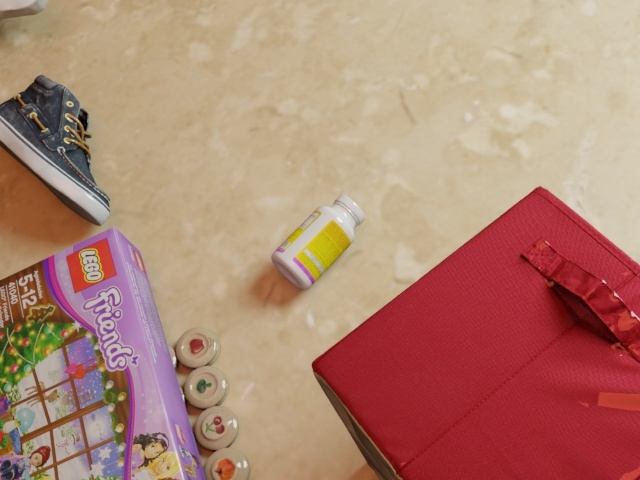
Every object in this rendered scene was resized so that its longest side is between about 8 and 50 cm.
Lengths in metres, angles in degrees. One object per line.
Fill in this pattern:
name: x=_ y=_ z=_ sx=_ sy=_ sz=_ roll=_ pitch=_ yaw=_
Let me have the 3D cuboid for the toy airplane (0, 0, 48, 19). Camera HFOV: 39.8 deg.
toy airplane: x=-0.396 y=-0.410 z=0.918 sx=0.384 sy=0.272 sz=0.386 roll=40 pitch=76 yaw=25

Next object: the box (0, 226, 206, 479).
box: x=-0.208 y=0.155 z=0.702 sx=0.201 sy=0.057 sz=0.293 roll=-25 pitch=60 yaw=3

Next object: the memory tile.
memory tile: x=-0.125 y=0.149 z=0.726 sx=0.113 sy=0.012 sz=0.148 roll=-19 pitch=62 yaw=1

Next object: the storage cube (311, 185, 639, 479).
storage cube: x=0.137 y=0.119 z=0.580 sx=0.193 sy=0.215 sz=0.183 roll=-37 pitch=56 yaw=-8

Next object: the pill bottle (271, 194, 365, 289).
pill bottle: x=0.000 y=0.000 z=0.762 sx=0.043 sy=0.043 sz=0.083 roll=38 pitch=75 yaw=25

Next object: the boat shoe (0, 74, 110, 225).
boat shoe: x=-0.243 y=-0.093 z=0.843 sx=0.183 sy=0.065 sz=0.083 roll=38 pitch=76 yaw=26
